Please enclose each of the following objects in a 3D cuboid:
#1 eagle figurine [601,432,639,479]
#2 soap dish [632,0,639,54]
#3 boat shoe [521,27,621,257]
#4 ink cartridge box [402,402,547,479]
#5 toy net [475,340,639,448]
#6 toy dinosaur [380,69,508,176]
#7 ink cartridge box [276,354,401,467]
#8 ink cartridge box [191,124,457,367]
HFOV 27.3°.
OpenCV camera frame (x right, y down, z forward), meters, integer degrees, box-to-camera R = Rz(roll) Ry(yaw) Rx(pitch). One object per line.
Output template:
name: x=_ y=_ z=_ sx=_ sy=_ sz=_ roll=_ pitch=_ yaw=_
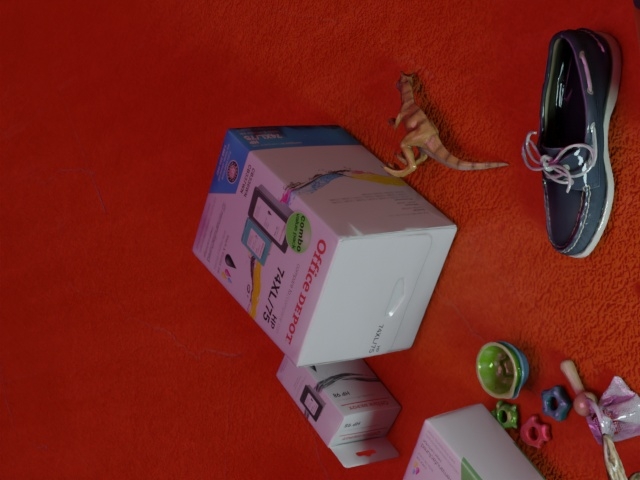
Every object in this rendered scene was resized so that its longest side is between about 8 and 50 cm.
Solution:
eagle figurine: x=0.432 y=0.298 z=1.243 sx=0.298 sy=0.225 sz=0.226 roll=-8 pitch=132 yaw=23
soap dish: x=0.427 y=-0.174 z=1.218 sx=0.291 sy=0.118 sz=0.229 roll=-10 pitch=86 yaw=51
boat shoe: x=0.275 y=-0.105 z=1.449 sx=0.095 sy=0.079 sz=0.255 roll=23 pitch=111 yaw=48
ink cartridge box: x=0.174 y=0.331 z=1.596 sx=0.154 sy=0.093 sz=0.212 roll=50 pitch=139 yaw=38
toy net: x=0.272 y=0.195 z=1.511 sx=0.232 sy=0.045 sz=0.122 roll=18 pitch=107 yaw=50
toy dinosaur: x=0.130 y=-0.125 z=1.646 sx=0.211 sy=0.064 sz=0.112 roll=57 pitch=132 yaw=31
ink cartridge box: x=0.033 y=0.215 z=1.771 sx=0.180 sy=0.104 sz=0.060 roll=49 pitch=128 yaw=36
ink cartridge box: x=0.000 y=0.000 z=1.714 sx=0.270 sy=0.197 sz=0.198 roll=44 pitch=126 yaw=40
